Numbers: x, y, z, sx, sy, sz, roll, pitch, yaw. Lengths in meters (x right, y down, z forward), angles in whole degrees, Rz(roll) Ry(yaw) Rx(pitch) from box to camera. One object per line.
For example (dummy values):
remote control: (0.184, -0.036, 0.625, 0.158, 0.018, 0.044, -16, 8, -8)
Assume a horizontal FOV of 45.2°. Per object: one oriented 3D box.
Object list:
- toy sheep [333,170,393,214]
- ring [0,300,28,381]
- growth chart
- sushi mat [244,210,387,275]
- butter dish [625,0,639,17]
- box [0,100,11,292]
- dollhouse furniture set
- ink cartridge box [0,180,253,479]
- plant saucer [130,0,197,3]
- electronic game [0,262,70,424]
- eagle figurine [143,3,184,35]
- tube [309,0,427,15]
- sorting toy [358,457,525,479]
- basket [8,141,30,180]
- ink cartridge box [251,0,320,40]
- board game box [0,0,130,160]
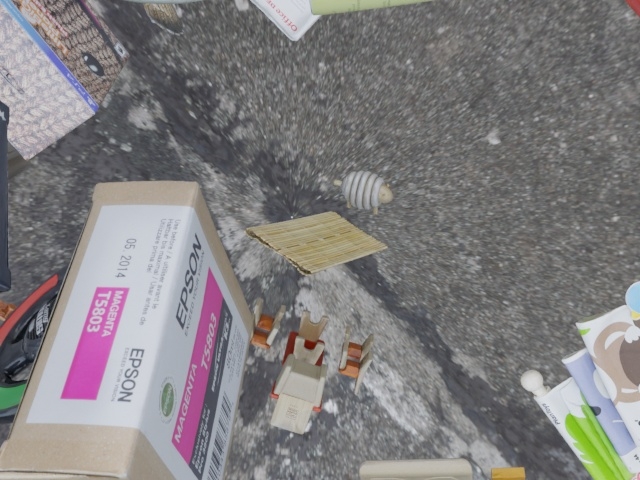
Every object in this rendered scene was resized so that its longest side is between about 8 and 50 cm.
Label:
toy sheep: (0.089, -0.106, 1.629, 0.132, 0.091, 0.091, 11, 91, 12)
ring: (-0.672, 0.202, 1.569, 0.336, 0.336, 0.032, 42, 102, -3)
growth chart: (0.256, 0.092, 0.516, 0.172, 0.021, 0.237, 48, 123, -6)
sushi mat: (0.000, 0.000, 1.461, 0.151, 0.316, 0.019, 35, 113, 21)
butter dish: (0.227, -0.150, 0.374, 0.159, 0.160, 0.118, -35, 137, 21)
box: (-0.321, -0.033, 0.561, 0.158, 0.093, 0.156, -11, 72, 8)
dollhouse furniture set: (-0.038, 0.258, 1.577, 0.261, 0.259, 0.135, 18, 112, -1)
ink cartridge box: (-0.126, 0.103, 0.580, 0.088, 0.193, 0.235, 0, 52, 10)
plant saucer: (-0.111, -0.381, 0.579, 0.400, 0.100, 0.401, -13, 118, -27)
electronic game: (-0.263, 0.087, 0.782, 0.229, 0.229, 0.048, -37, 121, -1)
eagle figurine: (-0.395, -0.558, 1.566, 0.298, 0.226, 0.225, 16, 94, 18)
tube: (0.108, -0.223, 0.627, 0.240, 0.062, 0.070, -5, 64, 2)
sorting toy: (0.239, 0.475, 1.511, 0.307, 0.229, 0.041, -4, 52, 9)
basket: (-0.699, -0.149, 1.493, 0.154, 0.204, 0.227, 39, 55, 24)
ink cartridge box: (-0.015, -0.322, 0.932, 0.092, 0.090, 0.143, 44, 130, -12)
board game box: (-0.455, -0.307, 1.224, 0.141, 0.291, 0.232, -30, 118, 15)
